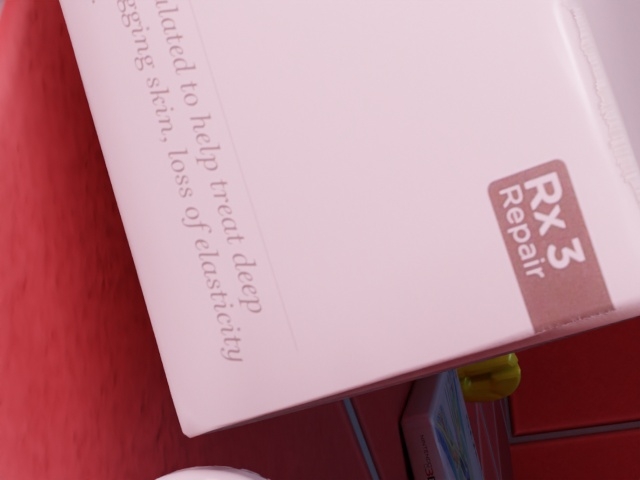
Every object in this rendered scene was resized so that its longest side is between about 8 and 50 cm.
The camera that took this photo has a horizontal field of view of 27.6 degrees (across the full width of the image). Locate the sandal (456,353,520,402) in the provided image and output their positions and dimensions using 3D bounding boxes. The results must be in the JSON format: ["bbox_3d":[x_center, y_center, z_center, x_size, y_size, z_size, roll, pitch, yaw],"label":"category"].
[{"bbox_3d":[0.169,0.059,1.548,0.317,0.126,0.138,82,2,-50],"label":"sandal"}]

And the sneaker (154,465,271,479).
[{"bbox_3d":[-0.027,0.186,0.307,0.153,0.101,0.268,54,31,-75],"label":"sneaker"}]

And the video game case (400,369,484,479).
[{"bbox_3d":[0.150,0.286,1.366,0.329,0.036,0.299,-38,113,-79],"label":"video game case"}]

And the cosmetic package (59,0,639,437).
[{"bbox_3d":[0.081,-0.071,0.502,0.385,0.156,0.217,-3,75,-60],"label":"cosmetic package"}]
